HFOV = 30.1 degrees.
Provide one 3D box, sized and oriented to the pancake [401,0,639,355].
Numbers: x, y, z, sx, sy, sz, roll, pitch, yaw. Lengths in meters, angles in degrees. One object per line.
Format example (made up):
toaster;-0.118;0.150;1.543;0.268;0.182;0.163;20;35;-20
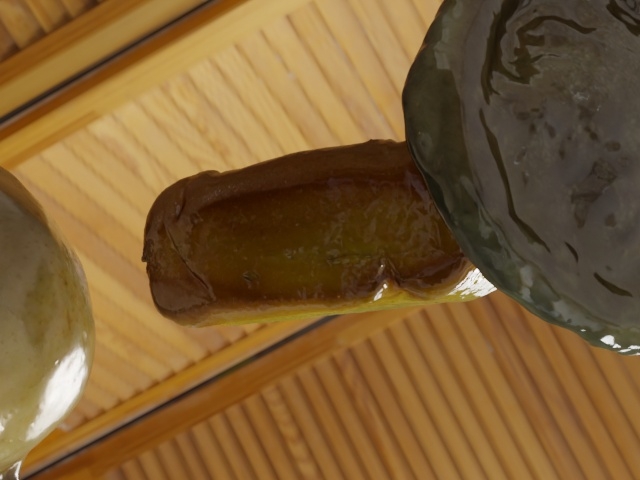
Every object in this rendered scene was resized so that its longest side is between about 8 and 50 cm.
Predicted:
pancake;0.142;-0.058;0.575;0.042;0.236;0.222;-28;-97;56

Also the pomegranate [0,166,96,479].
pomegranate;-0.200;0.056;0.597;0.196;0.196;0.196;59;8;-13

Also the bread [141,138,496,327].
bread;0.000;0.000;0.732;0.094;0.245;0.102;19;68;-61
